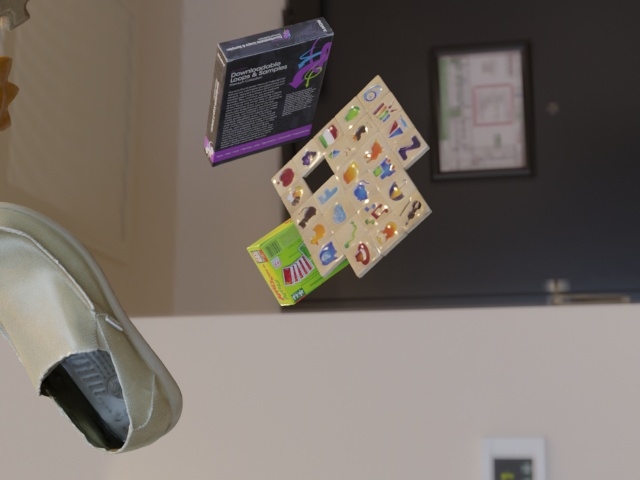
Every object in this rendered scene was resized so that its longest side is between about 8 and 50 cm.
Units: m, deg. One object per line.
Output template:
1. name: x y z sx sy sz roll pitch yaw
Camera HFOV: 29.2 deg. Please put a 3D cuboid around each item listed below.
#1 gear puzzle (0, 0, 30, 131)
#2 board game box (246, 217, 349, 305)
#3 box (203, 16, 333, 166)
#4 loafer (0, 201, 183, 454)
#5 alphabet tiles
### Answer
1. gear puzzle: -0.243 -0.203 0.786 0.175 0.044 0.339 -47 -34 -44
2. board game box: 0.000 0.000 1.657 0.181 0.043 0.092 -35 -79 -25
3. box: -0.054 -0.147 1.228 0.029 0.116 0.162 60 155 26
4. loafer: -0.225 0.081 1.083 0.268 0.102 0.092 49 -161 -8
5. alphabet tiles: 0.046 -0.070 1.506 0.009 0.198 0.237 33 -160 -42
